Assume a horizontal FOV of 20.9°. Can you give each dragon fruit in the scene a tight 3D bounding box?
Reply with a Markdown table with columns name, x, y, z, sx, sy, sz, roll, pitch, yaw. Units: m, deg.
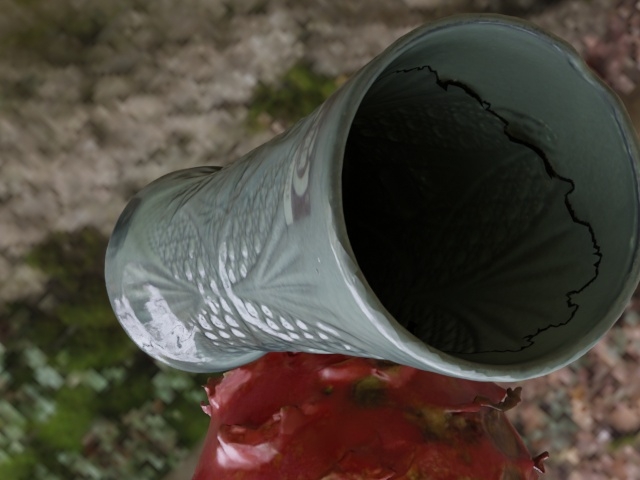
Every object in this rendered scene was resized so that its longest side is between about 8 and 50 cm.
| name | x | y | z | sx | sy | sz | roll | pitch | yaw |
| --- | --- | --- | --- | --- | --- | --- | --- | --- | --- |
| dragon fruit | 0.032 | 0.168 | 0.973 | 0.268 | 0.210 | 0.205 | 60 | 142 | 6 |

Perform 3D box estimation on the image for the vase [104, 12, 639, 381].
| name | x | y | z | sx | sy | sz | roll | pitch | yaw |
| --- | --- | --- | --- | --- | --- | --- | --- | --- | --- |
| vase | 0.000 | 0.000 | 0.541 | 0.096 | 0.096 | 0.219 | 44 | 158 | -14 |
